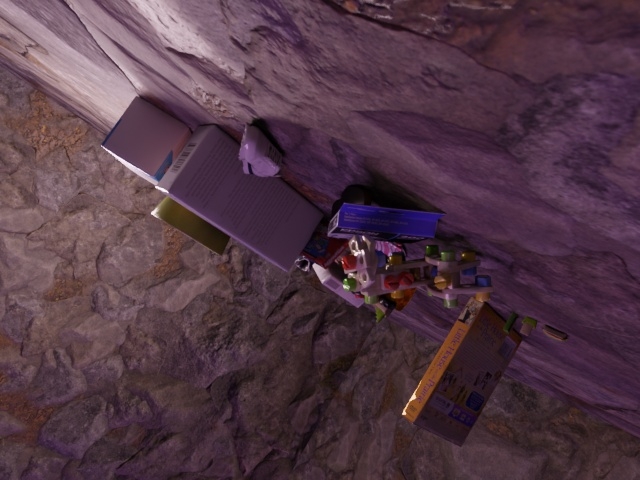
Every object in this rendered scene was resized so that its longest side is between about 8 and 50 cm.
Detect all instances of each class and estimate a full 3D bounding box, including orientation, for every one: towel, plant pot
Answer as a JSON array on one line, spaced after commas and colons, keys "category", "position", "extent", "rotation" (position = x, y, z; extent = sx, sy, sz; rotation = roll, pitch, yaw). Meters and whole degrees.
[{"category": "towel", "position": [0.166, 0.003, 1.273], "extent": [0.197, 0.029, 0.144], "rotation": [28, 170, 23]}, {"category": "plant pot", "position": [-0.386, -0.140, 1.474], "extent": [0.275, 0.293, 0.275], "rotation": [30, 171, 6]}]

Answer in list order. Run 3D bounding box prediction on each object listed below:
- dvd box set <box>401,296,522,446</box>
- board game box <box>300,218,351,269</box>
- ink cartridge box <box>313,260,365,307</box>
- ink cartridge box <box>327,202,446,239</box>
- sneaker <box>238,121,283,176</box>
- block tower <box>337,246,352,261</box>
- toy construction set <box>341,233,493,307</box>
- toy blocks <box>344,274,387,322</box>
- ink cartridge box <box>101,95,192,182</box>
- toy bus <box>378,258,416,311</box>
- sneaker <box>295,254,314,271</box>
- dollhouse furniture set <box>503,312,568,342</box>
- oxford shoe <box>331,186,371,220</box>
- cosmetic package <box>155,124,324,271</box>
[{"category": "dvd box set", "position": [0.463, 0.427, 1.342], "extent": [0.308, 0.420, 0.062], "rotation": [37, 173, -35]}, {"category": "board game box", "position": [0.000, 0.000, 1.356], "extent": [0.027, 0.145, 0.281], "rotation": [50, 168, -25]}, {"category": "ink cartridge box", "position": [0.072, 0.163, 2.014], "extent": [0.296, 0.066, 0.261], "rotation": [39, -166, -40]}, {"category": "ink cartridge box", "position": [0.130, -0.030, 0.895], "extent": [0.206, 0.045, 0.208], "rotation": [5, 172, -5]}, {"category": "sneaker", "position": [-0.137, -0.208, 1.002], "extent": [0.095, 0.090, 0.235], "rotation": [19, 175, 0]}, {"category": "block tower", "position": [0.004, -0.009, 1.554], "extent": [0.335, 0.091, 0.097], "rotation": [25, 169, 38]}, {"category": "toy construction set", "position": [0.177, 0.075, 0.899], "extent": [0.328, 0.151, 0.215], "rotation": [8, -177, -23]}, {"category": "toy blocks", "position": [0.219, 0.204, 1.848], "extent": [0.261, 0.191, 0.381], "rotation": [41, 175, 17]}, {"category": "ink cartridge box", "position": [-0.556, -0.307, 1.430], "extent": [0.197, 0.198, 0.270], "rotation": [31, 171, -2]}, {"category": "toy bus", "position": [0.215, 0.137, 1.538], "extent": [0.220, 0.149, 0.211], "rotation": [30, -175, -9]}, {"category": "sneaker", "position": [-0.058, 0.052, 1.874], "extent": [0.086, 0.163, 0.226], "rotation": [31, 173, -9]}, {"category": "dollhouse furniture set", "position": [0.591, 0.259, 1.159], "extent": [0.152, 0.058, 0.076], "rotation": [25, 170, 35]}, {"category": "oxford shoe", "position": [0.087, -0.082, 1.007], "extent": [0.076, 0.076, 0.212], "rotation": [2, 174, -13]}, {"category": "cosmetic package", "position": [-0.232, -0.119, 1.289], "extent": [0.453, 0.230, 0.161], "rotation": [38, 170, -33]}]
